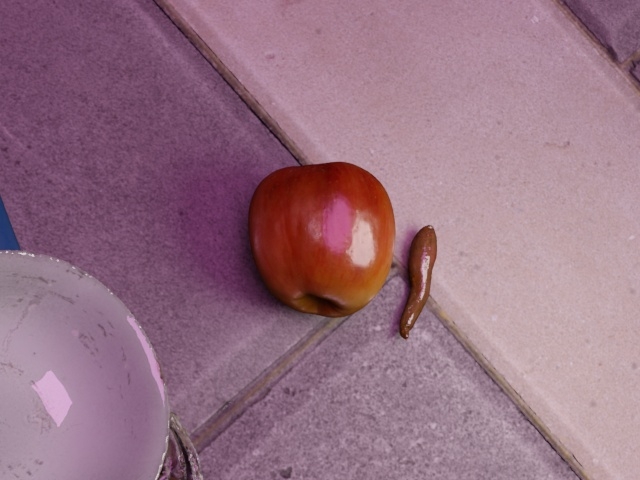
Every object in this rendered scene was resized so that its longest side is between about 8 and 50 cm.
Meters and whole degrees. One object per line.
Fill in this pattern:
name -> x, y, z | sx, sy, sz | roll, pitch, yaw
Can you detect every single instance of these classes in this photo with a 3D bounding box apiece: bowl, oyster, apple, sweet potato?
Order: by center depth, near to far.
bowl -> -0.450, 0.246, 1.741 | 0.435, 0.196, 0.435 | 24, 53, -36
oyster -> -0.269, 0.377, 1.853 | 0.198, 0.112, 0.267 | 28, 72, 17
apple -> 0.000, 0.000, 1.990 | 0.242, 0.242, 0.241 | 3, 72, -16
sweet potato -> 0.169, 0.076, 2.115 | 0.050, 0.050, 0.214 | 16, 71, -11

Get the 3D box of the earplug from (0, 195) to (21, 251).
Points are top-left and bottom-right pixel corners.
earplug -> -0.527, 0.021, 1.885 | 0.132, 0.132, 0.273 | -23, 83, -23
